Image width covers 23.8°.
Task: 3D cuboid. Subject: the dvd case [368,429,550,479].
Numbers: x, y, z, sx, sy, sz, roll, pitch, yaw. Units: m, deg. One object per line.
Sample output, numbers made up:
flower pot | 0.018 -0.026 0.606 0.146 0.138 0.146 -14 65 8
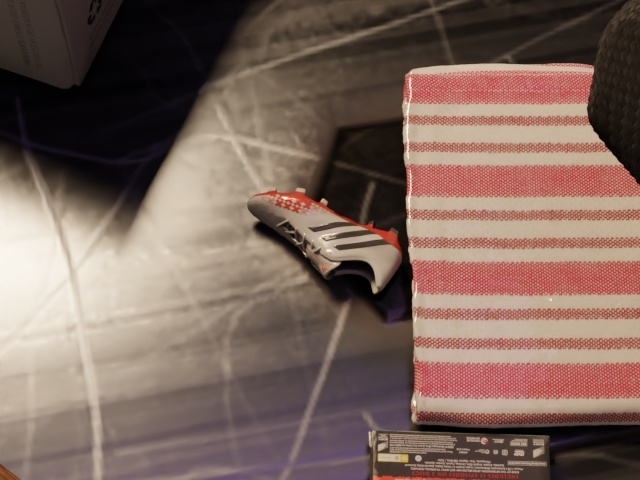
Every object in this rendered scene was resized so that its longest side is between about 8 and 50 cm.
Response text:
dvd case | 0.065 0.148 0.703 0.087 0.013 0.119 1 65 -1

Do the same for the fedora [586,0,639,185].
fedora | 0.237 -0.057 0.689 0.334 0.334 0.152 -42 40 -18

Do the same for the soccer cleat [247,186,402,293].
soccer cleat | 0.000 0.000 0.760 0.083 0.029 0.035 21 63 3

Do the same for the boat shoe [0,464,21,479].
boat shoe | -0.095 0.144 0.673 0.178 0.064 0.060 20 69 10

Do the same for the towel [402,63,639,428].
towel | 0.114 0.001 0.765 0.144 0.029 0.197 0 68 -2

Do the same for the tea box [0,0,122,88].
tea box | -0.212 -0.309 0.789 0.324 0.220 0.329 22 66 7
